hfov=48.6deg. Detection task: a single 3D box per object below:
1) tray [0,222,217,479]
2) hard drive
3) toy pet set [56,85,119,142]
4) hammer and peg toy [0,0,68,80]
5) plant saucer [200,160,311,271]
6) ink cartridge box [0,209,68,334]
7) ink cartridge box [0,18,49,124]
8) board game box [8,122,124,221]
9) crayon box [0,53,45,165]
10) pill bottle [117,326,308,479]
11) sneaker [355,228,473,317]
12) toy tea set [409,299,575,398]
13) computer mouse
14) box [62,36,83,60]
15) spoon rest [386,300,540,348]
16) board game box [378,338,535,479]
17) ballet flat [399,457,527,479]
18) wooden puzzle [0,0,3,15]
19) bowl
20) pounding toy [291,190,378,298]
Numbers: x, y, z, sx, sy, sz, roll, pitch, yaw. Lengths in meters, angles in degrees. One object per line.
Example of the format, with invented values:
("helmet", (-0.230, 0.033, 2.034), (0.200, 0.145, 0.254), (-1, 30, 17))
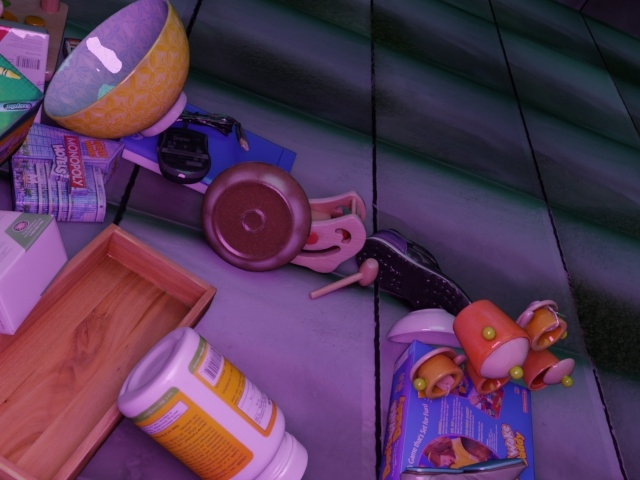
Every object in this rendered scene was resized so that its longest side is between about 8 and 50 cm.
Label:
("tray", (-0.336, 0.158, 0.997), (0.202, 0.076, 0.411), (32, 40, 2))
("hard drive", (-0.218, -0.174, 1.422), (0.318, 0.040, 0.210), (24, 41, -7))
("toy pet set", (-0.428, -0.258, 1.366), (0.122, 0.065, 0.114), (20, 42, -13))
("hammer and peg toy", (-0.675, -0.410, 1.329), (0.361, 0.127, 0.266), (8, 45, -19))
("plant saucer", (-0.115, -0.036, 1.228), (0.198, 0.199, 0.036), (28, 14, -2))
("ink cartridge box", (-0.482, 0.033, 0.963), (0.212, 0.093, 0.154), (6, 39, 10))
("ink cartridge box", (-0.551, -0.290, 1.236), (0.127, 0.175, 0.072), (4, 23, -28))
("board game box", (-0.433, -0.122, 1.230), (0.194, 0.060, 0.194), (0, 49, -29))
("crayon box", (-0.499, -0.140, 1.008), (0.081, 0.278, 0.165), (44, 64, -16))
("pill bottle", (-0.134, 0.242, 0.940), (0.246, 0.136, 0.136), (46, 37, -18))
("sneaker", (0.213, 0.070, 1.386), (0.283, 0.107, 0.124), (40, 36, 12))
("toy tea set", (0.312, 0.198, 1.123), (0.335, 0.200, 0.124), (3, 38, -35))
("computer mouse", (-0.223, -0.167, 1.340), (0.184, 0.060, 0.262), (5, 35, -20))
("box", (-0.429, -0.369, 1.499), (0.206, 0.036, 0.114), (0, 49, -31))
("spoon rest", (0.255, 0.161, 1.253), (0.276, 0.137, 0.084), (-6, 73, -3))
("board game box", (0.219, 0.348, 1.124), (0.233, 0.078, 0.347), (24, 41, -7))
("ballet flat", (0.207, 0.352, 1.014), (0.213, 0.072, 0.068), (4, 74, -26))
("wooden puzzle", (-0.704, -0.475, 1.249), (0.220, 0.044, 0.239), (-13, 55, -35))
("bowl", (-0.333, -0.278, 1.270), (0.156, 0.289, 0.290), (48, 25, -41))
("pounding toy", (0.000, 0.000, 1.289), (0.269, 0.154, 0.155), (18, 42, -13))
